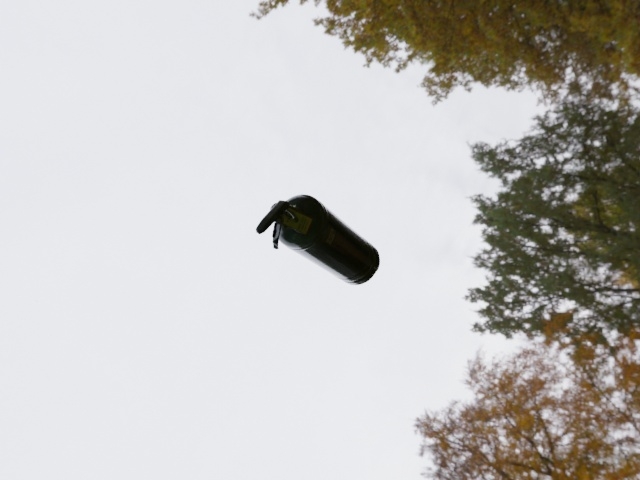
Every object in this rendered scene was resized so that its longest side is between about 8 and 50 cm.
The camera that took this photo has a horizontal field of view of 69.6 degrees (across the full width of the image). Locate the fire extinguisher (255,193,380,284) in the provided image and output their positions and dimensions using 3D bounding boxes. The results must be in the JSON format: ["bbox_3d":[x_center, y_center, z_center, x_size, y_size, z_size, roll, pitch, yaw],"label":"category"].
[{"bbox_3d":[0.000,0.000,0.815,0.311,0.095,0.114,37,-108,-52],"label":"fire extinguisher"}]
